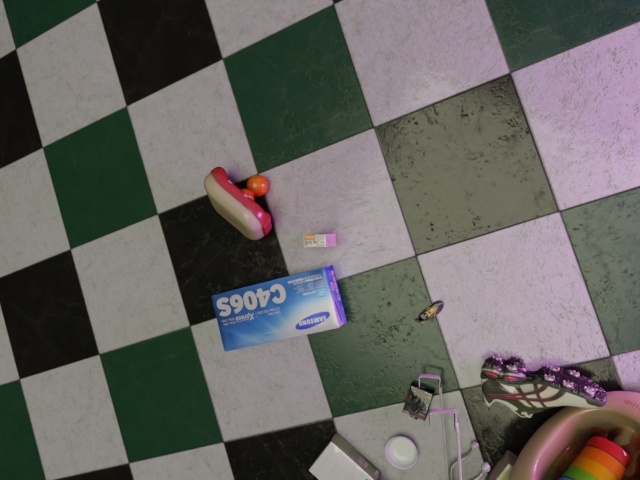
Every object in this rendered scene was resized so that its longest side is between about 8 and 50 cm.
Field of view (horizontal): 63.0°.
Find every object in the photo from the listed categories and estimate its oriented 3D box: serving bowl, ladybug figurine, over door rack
[{"bbox_3d":[0.211,0.544,1.352,0.083,0.027,0.083,1,92,18],"label":"serving bowl"},{"bbox_3d":[0.575,0.512,1.082,0.449,0.305,0.162,-38,115,-16],"label":"ladybug figurine"},{"bbox_3d":[0.321,0.485,1.189,0.108,0.239,0.324,-16,92,5],"label":"over door rack"}]

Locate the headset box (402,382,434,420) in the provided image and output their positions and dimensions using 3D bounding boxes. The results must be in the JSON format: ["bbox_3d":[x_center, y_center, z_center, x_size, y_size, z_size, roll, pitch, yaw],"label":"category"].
[{"bbox_3d":[0.249,0.415,1.334,0.062,0.032,0.083,19,96,17],"label":"headset box"}]

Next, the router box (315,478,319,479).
[{"bbox_3d":[0.020,0.707,1.415,0.122,0.038,0.092,44,103,13],"label":"router box"}]

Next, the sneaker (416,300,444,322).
[{"bbox_3d":[0.277,0.183,1.318,0.083,0.035,0.031,-42,79,15],"label":"sneaker"}]

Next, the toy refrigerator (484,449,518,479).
[{"bbox_3d":[0.525,0.627,1.214,0.269,0.094,0.102,36,101,14],"label":"toy refrigerator"}]

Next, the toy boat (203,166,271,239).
[{"bbox_3d":[-0.207,-0.122,1.438,0.231,0.151,0.151,40,73,13],"label":"toy boat"}]

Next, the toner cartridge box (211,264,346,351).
[{"bbox_3d":[-0.117,0.187,1.430,0.348,0.075,0.165,-16,87,18],"label":"toner cartridge box"}]

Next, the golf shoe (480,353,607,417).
[{"bbox_3d":[0.507,0.349,1.204,0.273,0.105,0.120,7,101,36],"label":"golf shoe"}]

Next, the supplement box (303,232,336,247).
[{"bbox_3d":[0.000,0.000,1.374,0.062,0.098,0.036,-2,91,19],"label":"supplement box"}]

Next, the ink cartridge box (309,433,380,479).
[{"bbox_3d":[0.085,0.627,1.378,0.209,0.062,0.109,38,102,14],"label":"ink cartridge box"}]
